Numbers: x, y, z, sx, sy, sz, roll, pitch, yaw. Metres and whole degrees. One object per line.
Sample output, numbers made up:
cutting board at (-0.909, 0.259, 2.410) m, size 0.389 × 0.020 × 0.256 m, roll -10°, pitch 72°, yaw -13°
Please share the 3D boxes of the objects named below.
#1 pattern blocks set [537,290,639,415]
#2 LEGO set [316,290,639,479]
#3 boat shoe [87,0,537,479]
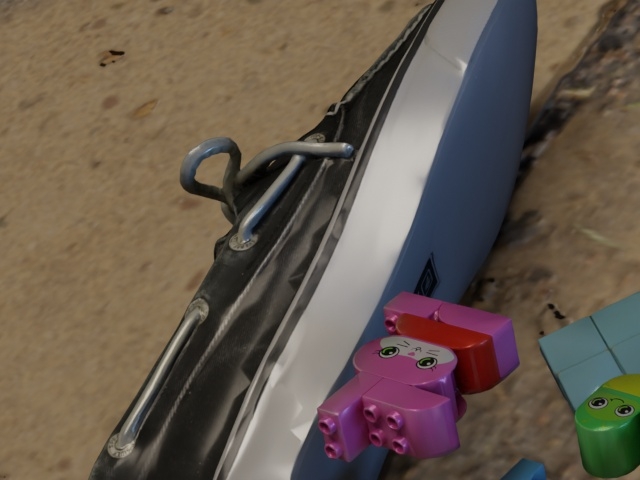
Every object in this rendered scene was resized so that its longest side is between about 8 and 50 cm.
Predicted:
pattern blocks set at (0.195, 0.103, 0.585) m, size 0.285 × 0.026 × 0.325 m, roll -19°, pitch 39°, yaw 10°
LEGO set at (0.091, 0.097, 0.559) m, size 0.227 × 0.087 × 0.093 m, roll 14°, pitch 38°, yaw 41°
boat shoe at (0.001, 0.003, 0.747) m, size 0.105 × 0.113 × 0.306 m, roll 13°, pitch 61°, yaw 22°
